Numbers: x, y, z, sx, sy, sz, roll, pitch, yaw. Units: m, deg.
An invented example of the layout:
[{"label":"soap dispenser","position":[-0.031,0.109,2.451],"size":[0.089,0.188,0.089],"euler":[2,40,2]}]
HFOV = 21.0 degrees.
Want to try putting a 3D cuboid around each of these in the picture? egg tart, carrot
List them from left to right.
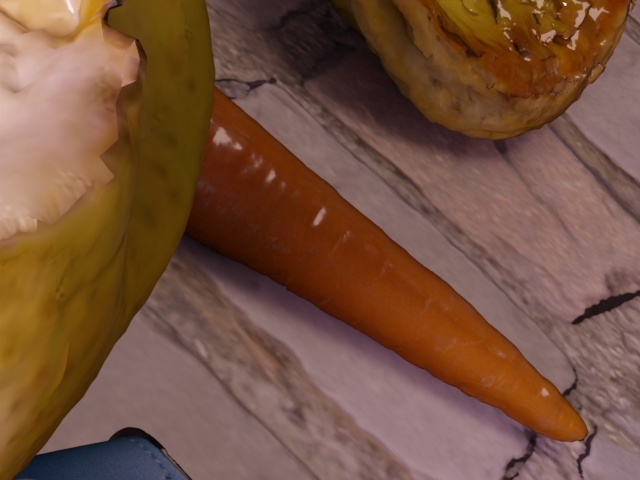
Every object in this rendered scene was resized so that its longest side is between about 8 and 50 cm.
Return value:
[{"label":"carrot","position":[0.000,0.000,0.821],"size":[0.336,0.069,0.069],"euler":[34,30,-15]},{"label":"egg tart","position":[0.083,-0.204,1.061],"size":[0.290,0.115,0.290],"euler":[2,87,-41]}]

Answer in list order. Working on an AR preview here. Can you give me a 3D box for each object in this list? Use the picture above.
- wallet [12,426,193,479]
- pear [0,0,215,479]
[{"label":"wallet","position":[-0.101,0.130,0.536],"size":[0.141,0.059,0.202],"euler":[47,28,26]},{"label":"pear","position":[-0.228,-0.008,0.425],"size":[0.386,0.191,0.340],"euler":[9,37,2]}]
